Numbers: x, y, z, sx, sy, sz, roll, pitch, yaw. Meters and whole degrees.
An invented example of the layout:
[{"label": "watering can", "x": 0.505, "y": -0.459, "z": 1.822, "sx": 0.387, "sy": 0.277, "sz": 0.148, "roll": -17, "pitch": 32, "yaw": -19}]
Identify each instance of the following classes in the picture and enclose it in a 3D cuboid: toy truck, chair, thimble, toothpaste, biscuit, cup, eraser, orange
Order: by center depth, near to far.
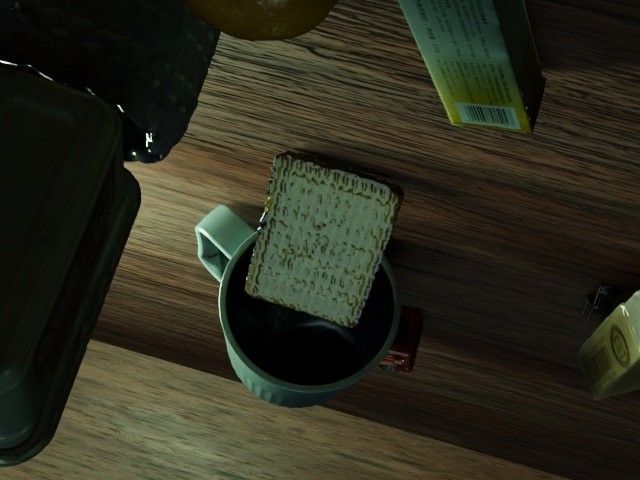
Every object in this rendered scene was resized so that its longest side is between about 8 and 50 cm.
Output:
[{"label": "orange", "x": -0.044, "y": -0.227, "z": 0.729, "sx": 0.155, "sy": 0.134, "sz": 0.154, "roll": 18, "pitch": 140, "yaw": 16}, {"label": "toothpaste", "x": 0.112, "y": -0.190, "z": 0.768, "sx": 0.089, "sy": 0.071, "sz": 0.313, "roll": 11, "pitch": 161, "yaw": 26}, {"label": "thimble", "x": -0.218, "y": -0.187, "z": 0.919, "sx": 0.205, "sy": 0.172, "sz": 0.236, "roll": -1, "pitch": 153, "yaw": 37}, {"label": "eraser", "x": 0.450, "y": 0.129, "z": 1.287, "sx": 0.144, "sy": 0.078, "sz": 0.343, "roll": -14, "pitch": 160, "yaw": -2}, {"label": "biscuit", "x": 0.000, "y": 0.000, "z": 1.294, "sx": 0.172, "sy": 0.029, "sz": 0.254, "roll": 18, "pitch": 129, "yaw": 1}, {"label": "chair", "x": 0.398, "y": 0.087, "z": 1.373, "sx": 0.037, "sy": 0.042, "sz": 0.086, "roll": 16, "pitch": 126, "yaw": 2}, {"label": "cup", "x": -0.061, "y": 0.121, "z": 1.529, "sx": 0.331, "sy": 0.256, "sz": 0.311, "roll": 16, "pitch": 163, "yaw": 0}, {"label": "toy truck", "x": 0.054, "y": 0.155, "z": 1.756, "sx": 0.253, "sy": 0.107, "sz": 0.114, "roll": 12, "pitch": 160, "yaw": 10}]

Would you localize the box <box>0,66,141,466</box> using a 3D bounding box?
[{"label": "box", "x": -0.269, "y": 0.013, "z": 0.819, "sx": 0.175, "sy": 0.311, "sz": 0.182, "roll": 18, "pitch": 154, "yaw": -6}]
